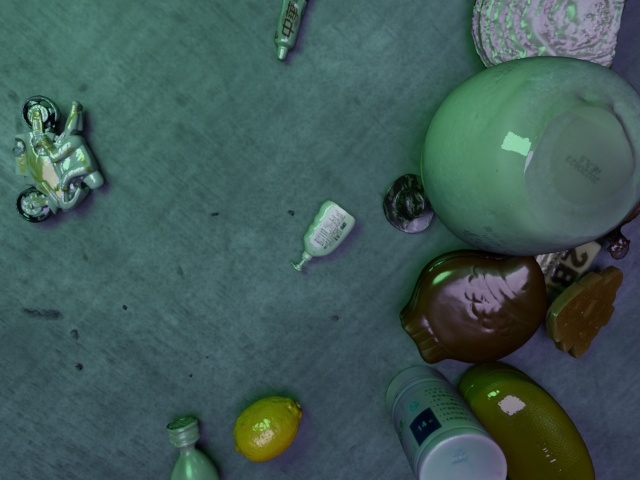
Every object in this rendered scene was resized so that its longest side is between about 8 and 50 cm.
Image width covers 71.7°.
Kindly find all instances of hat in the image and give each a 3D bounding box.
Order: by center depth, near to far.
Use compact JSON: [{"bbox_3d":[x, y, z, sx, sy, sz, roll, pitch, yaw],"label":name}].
[{"bbox_3d":[0.181,-0.069,0.871,0.121,0.050,0.121,-1,102,-6],"label":"hat"}]

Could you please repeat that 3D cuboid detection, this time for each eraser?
[{"bbox_3d":[0.478,0.056,0.914,0.117,0.058,0.172,28,97,-8],"label":"eraser"}]

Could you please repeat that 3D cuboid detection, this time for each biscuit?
[{"bbox_3d":[0.523,0.145,0.900,0.238,0.041,0.212,8,108,-34],"label":"biscuit"}]

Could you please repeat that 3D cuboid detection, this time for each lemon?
[{"bbox_3d":[-0.105,0.376,0.893,0.155,0.114,0.114,-28,101,-11],"label":"lemon"}]

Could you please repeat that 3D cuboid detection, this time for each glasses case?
[{"bbox_3d":[0.448,0.425,0.933,0.173,0.141,0.371,-32,101,1],"label":"glasses case"}]

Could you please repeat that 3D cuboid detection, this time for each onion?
[{"bbox_3d":[0.407,-0.406,0.812,0.247,0.111,0.250,8,111,17],"label":"onion"}]

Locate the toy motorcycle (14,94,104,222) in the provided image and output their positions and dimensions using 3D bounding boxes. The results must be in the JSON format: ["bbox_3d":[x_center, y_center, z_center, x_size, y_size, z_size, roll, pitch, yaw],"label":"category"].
[{"bbox_3d":[-0.466,-0.138,0.795,0.151,0.074,0.229,9,97,-9],"label":"toy motorcycle"}]

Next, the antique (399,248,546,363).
[{"bbox_3d":[0.293,0.121,0.860,0.278,0.129,0.223,-38,95,12],"label":"antique"}]

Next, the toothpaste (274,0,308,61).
[{"bbox_3d":[-0.042,-0.439,0.797,0.060,0.038,0.233,15,95,-9],"label":"toothpaste"}]

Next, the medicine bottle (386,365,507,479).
[{"bbox_3d":[0.223,0.361,0.844,0.152,0.254,0.152,-1,99,-5],"label":"medicine bottle"}]

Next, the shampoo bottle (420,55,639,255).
[{"bbox_3d":[0.338,-0.134,0.732,0.322,0.317,0.323,-1,95,-12],"label":"shampoo bottle"}]

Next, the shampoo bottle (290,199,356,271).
[{"bbox_3d":[0.000,0.000,0.870,0.077,0.045,0.152,35,93,-11],"label":"shampoo bottle"}]

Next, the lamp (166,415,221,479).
[{"bbox_3d":[-0.262,0.461,0.904,0.106,0.106,0.193,-10,91,-3],"label":"lamp"}]

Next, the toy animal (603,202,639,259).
[{"bbox_3d":[0.619,-0.065,0.893,0.188,0.089,0.179,-24,98,-14],"label":"toy animal"}]
